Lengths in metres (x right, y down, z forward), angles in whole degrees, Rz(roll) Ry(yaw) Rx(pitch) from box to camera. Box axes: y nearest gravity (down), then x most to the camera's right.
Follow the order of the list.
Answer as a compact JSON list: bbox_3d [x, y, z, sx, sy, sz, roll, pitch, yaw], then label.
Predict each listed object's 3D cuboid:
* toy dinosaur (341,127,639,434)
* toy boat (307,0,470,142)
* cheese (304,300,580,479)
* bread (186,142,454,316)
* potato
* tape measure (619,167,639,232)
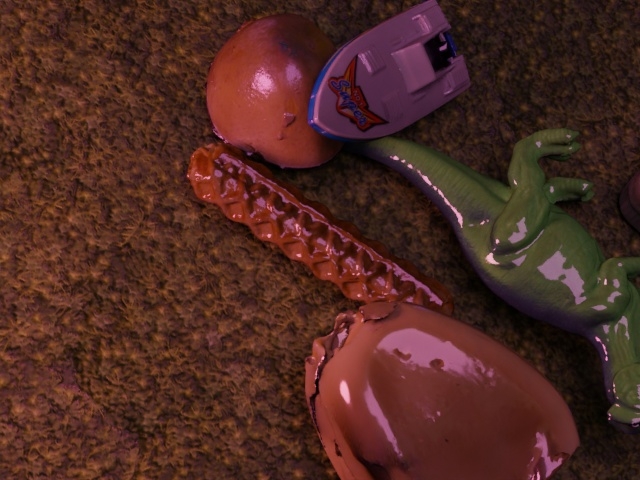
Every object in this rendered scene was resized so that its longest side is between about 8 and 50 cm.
[{"bbox_3d":[0.198,0.048,1.859,0.500,0.144,0.374,2,63,1],"label":"toy dinosaur"},{"bbox_3d":[0.076,-0.191,1.863,0.295,0.088,0.129,-34,104,-46],"label":"toy boat"},{"bbox_3d":[0.120,0.205,1.764,0.316,0.128,0.259,41,71,-8],"label":"cheese"},{"bbox_3d":[0.000,0.000,1.847,0.368,0.077,0.084,33,68,0],"label":"bread"},{"bbox_3d":[-0.045,-0.197,1.869,0.182,0.117,0.202,-3,61,-10],"label":"potato"},{"bbox_3d":[0.523,-0.076,1.989,0.207,0.115,0.235,40,66,5],"label":"tape measure"}]
